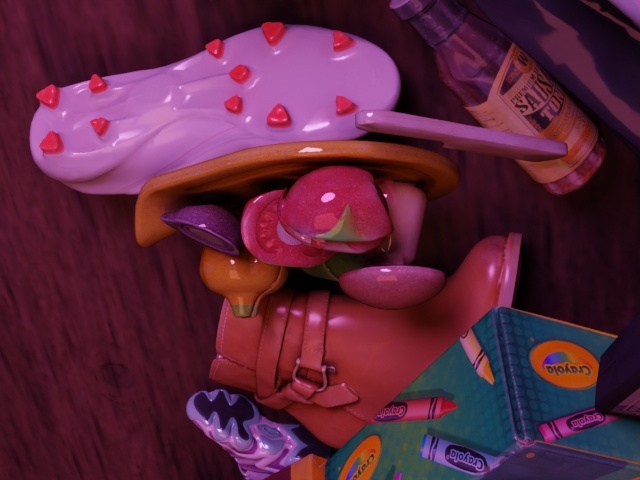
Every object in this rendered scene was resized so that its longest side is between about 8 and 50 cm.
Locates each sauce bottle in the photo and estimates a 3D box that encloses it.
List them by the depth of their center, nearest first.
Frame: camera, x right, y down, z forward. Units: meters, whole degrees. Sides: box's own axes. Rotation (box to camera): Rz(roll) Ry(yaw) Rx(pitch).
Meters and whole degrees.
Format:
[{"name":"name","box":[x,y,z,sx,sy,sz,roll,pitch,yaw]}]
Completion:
[{"name":"sauce bottle","box":[0.084,-0.075,0.661,0.042,0.042,0.128,-31,119,36]}]

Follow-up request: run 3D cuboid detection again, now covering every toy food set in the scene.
[{"name":"toy food set","box":[0.000,0.000,0.675,0.128,0.071,0.218,9,165,-41]}]

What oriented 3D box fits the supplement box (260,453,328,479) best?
[{"name":"supplement box","box":[-0.021,0.271,0.886,0.129,0.191,0.194,27,136,-34]}]

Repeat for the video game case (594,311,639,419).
[{"name":"video game case","box":[0.251,0.047,0.509,0.248,0.035,0.275,10,162,2]}]

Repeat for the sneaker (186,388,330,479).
[{"name":"sneaker","box":[-0.049,0.138,0.896,0.098,0.038,0.069,26,132,-7]}]

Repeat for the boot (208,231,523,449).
[{"name":"boot","box":[0.021,0.049,0.776,0.152,0.073,0.197,23,131,1]}]

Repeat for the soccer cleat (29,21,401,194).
[{"name":"soccer cleat","box":[-0.051,-0.062,0.706,0.196,0.068,0.076,-8,158,15]}]

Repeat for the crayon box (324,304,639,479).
[{"name":"crayon box","box":[0.163,0.136,0.744,0.278,0.081,0.165,15,138,-26]}]

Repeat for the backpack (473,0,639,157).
[{"name":"backpack","box":[0.227,-0.148,0.434,0.290,0.273,0.355,38,120,-13]}]
